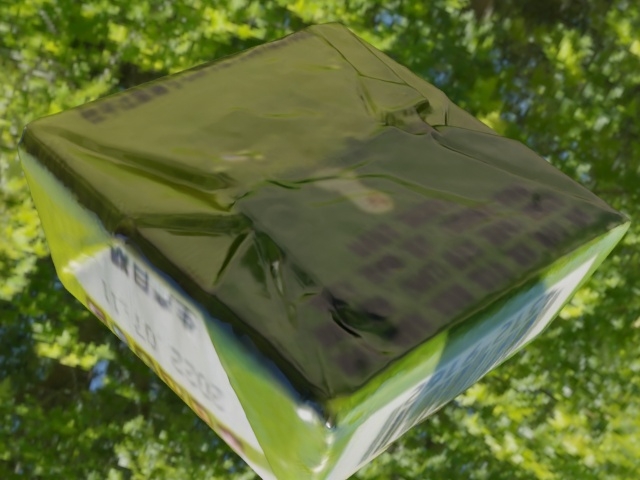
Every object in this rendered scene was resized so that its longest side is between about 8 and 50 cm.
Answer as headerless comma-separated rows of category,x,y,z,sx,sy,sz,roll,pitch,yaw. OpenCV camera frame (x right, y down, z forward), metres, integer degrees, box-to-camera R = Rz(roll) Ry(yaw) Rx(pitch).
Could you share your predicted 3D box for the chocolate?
chocolate,0.000,0.000,0.732,0.301,0.137,0.289,-26,-126,-39
